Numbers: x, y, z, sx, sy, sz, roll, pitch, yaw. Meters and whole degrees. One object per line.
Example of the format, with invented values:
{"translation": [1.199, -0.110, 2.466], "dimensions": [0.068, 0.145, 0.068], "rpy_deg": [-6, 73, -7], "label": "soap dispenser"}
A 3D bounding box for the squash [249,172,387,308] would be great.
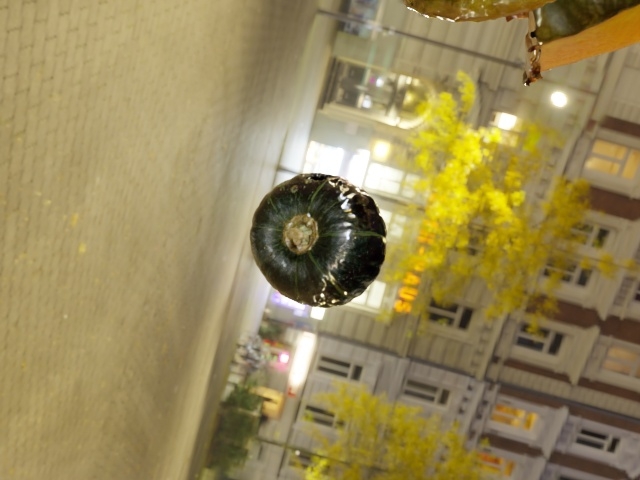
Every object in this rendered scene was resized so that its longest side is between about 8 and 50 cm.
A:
{"translation": [-0.003, 0.000, 1.117], "dimensions": [0.156, 0.193, 0.193], "rpy_deg": [73, 32, -81], "label": "squash"}

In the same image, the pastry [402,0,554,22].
{"translation": [0.146, -0.273, 0.724], "dimensions": [0.189, 0.188, 0.103], "rpy_deg": [-75, 156, -44], "label": "pastry"}

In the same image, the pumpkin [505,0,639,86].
{"translation": [0.309, -0.346, 0.947], "dimensions": [0.256, 0.225, 0.303], "rpy_deg": [72, 5, -53], "label": "pumpkin"}
